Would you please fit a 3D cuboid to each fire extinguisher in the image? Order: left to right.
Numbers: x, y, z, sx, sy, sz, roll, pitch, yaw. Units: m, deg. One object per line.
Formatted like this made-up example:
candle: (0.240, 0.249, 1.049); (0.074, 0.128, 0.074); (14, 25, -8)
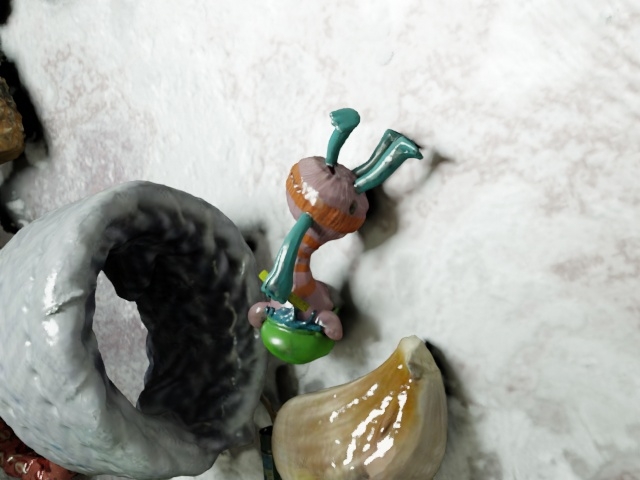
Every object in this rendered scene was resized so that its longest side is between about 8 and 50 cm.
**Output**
fire extinguisher: (-0.038, 0.216, 0.661); (0.038, 0.025, 0.083); (-2, 98, 9)

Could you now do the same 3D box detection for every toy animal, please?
toy animal: (0.000, 0.000, 0.553); (0.100, 0.103, 0.208); (32, 111, 14)

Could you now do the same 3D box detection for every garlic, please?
garlic: (0.016, 0.158, 0.593); (0.198, 0.091, 0.128); (-21, 72, 40)

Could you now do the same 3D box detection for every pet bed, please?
pet bed: (-0.340, 0.196, 0.831); (0.201, 0.053, 0.201); (10, 107, 35)

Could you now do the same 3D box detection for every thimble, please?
thimble: (-0.164, 0.081, 0.606); (0.157, 0.217, 0.245); (-11, 103, 41)

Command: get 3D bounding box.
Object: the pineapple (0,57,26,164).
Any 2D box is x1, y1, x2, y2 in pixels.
pineapple: (-0.390, -0.195, 0.766); (0.111, 0.119, 0.237); (147, 109, -77)
